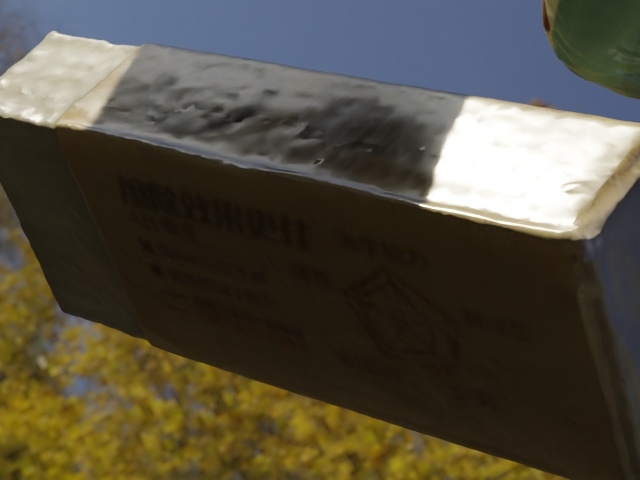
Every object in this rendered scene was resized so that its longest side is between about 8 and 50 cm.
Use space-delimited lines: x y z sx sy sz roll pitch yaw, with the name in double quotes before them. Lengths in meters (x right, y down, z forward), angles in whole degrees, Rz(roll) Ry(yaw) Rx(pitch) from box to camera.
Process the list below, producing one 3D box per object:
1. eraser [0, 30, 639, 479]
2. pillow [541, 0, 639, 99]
"eraser" 0.000 0.000 0.806 0.343 0.078 0.144 14 -42 37
"pillow" 0.199 -0.148 0.798 0.086 0.214 0.233 58 -31 28
